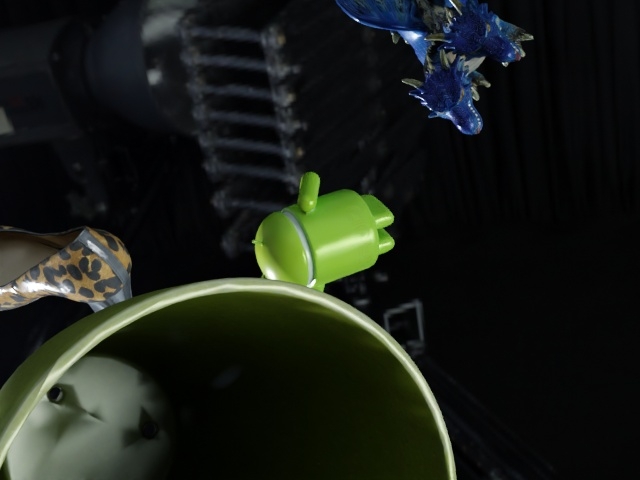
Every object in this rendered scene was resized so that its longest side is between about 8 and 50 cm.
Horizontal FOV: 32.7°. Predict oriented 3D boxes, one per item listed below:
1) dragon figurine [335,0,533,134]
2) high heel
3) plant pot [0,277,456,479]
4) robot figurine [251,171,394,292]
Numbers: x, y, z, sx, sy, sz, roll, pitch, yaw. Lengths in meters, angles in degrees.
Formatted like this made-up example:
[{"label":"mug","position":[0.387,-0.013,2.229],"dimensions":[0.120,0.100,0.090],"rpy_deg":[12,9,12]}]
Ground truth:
[{"label":"dragon figurine","position":[0.063,-0.184,0.787],"dimensions":[0.085,0.144,0.289],"rpy_deg":[-41,-120,16]},{"label":"high heel","position":[-0.295,0.002,1.047],"dimensions":[0.261,0.186,0.093],"rpy_deg":[21,-118,10]},{"label":"plant pot","position":[-0.108,0.150,0.691],"dimensions":[0.275,0.275,0.293],"rpy_deg":[-25,-167,-24]},{"label":"robot figurine","position":[0.000,0.000,0.860],"dimensions":[0.115,0.101,0.067],"rpy_deg":[-19,-141,-20]}]
